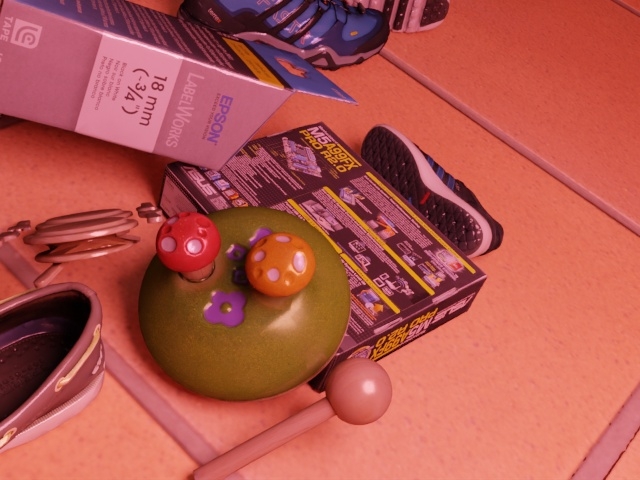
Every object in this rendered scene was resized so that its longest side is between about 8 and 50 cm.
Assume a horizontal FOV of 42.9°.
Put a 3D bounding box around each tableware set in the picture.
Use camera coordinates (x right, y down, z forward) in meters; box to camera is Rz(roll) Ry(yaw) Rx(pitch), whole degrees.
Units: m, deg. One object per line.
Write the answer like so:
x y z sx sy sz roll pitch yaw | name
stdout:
-0.198 0.000 0.689 0.128 0.039 0.194 -9 8 -13 | tableware set

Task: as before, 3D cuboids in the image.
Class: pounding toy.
-0.057 0.048 0.649 0.183 0.110 0.237 -19 59 -9 | pounding toy

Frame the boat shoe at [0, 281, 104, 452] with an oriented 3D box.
-0.270 0.126 0.548 0.109 0.091 0.305 36 43 17 | boat shoe

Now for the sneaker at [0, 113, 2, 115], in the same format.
-0.367 -0.146 0.775 0.110 0.122 0.283 7 43 -16 | sneaker

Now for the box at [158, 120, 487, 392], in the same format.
0.000 0.000 0.822 0.216 0.060 0.270 -22 57 -39 | box

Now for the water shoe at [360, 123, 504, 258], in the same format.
0.124 -0.053 0.939 0.080 0.073 0.203 0 45 -54 | water shoe

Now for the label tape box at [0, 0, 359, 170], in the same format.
-0.161 -0.168 0.833 0.334 0.106 0.240 13 20 -23 | label tape box

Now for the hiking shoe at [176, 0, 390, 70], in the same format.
-0.033 -0.311 1.085 0.304 0.132 0.113 -2 46 -24 | hiking shoe

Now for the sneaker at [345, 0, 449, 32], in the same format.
0.059 -0.404 1.252 0.292 0.110 0.118 14 33 -9 | sneaker
